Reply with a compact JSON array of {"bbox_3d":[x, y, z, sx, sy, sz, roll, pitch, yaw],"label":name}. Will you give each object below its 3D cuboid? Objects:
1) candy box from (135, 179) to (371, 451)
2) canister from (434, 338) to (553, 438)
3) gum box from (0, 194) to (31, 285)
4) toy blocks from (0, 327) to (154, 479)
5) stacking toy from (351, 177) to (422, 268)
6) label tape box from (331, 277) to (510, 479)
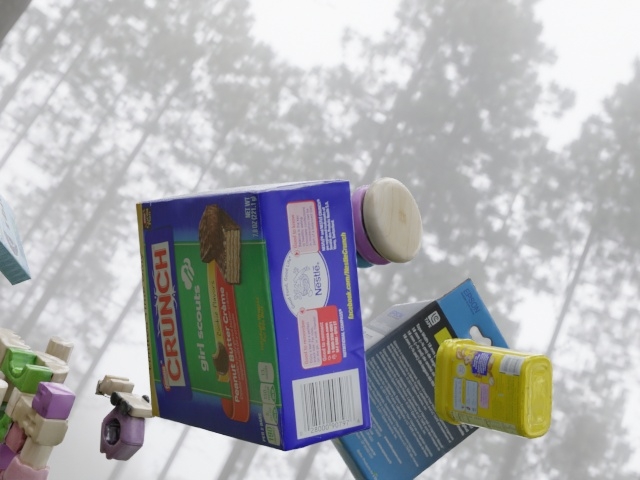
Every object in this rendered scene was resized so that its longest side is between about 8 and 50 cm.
[{"bbox_3d":[-0.086,0.074,1.313,0.122,0.268,0.317,-7,3,-31],"label":"candy box"},{"bbox_3d":[0.249,0.212,1.689,0.073,0.126,0.170,-1,3,-38],"label":"canister"},{"bbox_3d":[-0.582,-0.026,2.102,0.041,0.157,0.184,-20,-25,-4],"label":"gum box"},{"bbox_3d":[-0.475,0.300,1.799,0.309,0.260,0.288,15,10,-42],"label":"toy blocks"},{"bbox_3d":[0.000,0.000,1.957,0.330,0.141,0.141,-15,-48,35],"label":"stacking toy"},{"bbox_3d":[0.157,0.245,1.999,0.241,0.333,0.106,59,-14,-15],"label":"label tape box"}]
